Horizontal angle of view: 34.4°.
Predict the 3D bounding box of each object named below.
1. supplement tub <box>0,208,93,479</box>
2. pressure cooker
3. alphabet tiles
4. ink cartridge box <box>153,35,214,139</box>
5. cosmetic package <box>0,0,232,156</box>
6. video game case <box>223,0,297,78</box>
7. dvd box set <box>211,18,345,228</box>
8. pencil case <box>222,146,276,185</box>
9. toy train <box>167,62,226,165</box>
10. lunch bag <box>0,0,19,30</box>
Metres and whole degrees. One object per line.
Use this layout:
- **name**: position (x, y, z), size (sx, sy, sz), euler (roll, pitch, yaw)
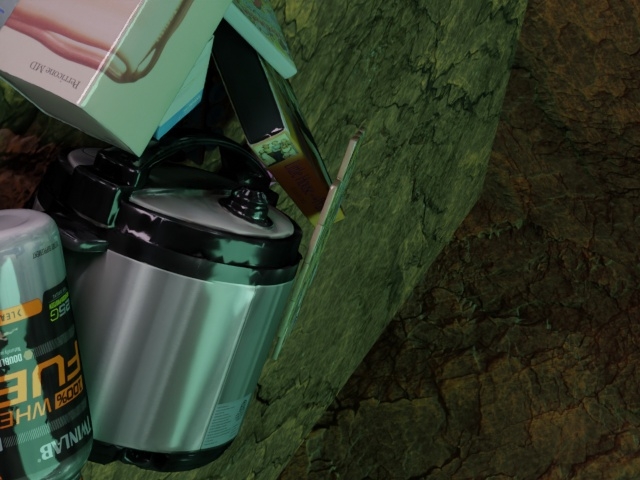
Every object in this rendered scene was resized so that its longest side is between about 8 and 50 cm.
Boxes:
- **supplement tub**: position (-0.366, 0.147, 1.132), size (0.207, 0.207, 0.338), euler (-30, 117, -59)
- **pressure cooker**: position (-0.219, 0.050, 1.394), size (0.370, 0.376, 0.420), euler (-120, -131, -70)
- **alphabet tiles**: position (0.000, 0.000, 1.535), size (0.285, 0.011, 0.342), euler (-56, 167, -76)
- **ink cartridge box**: position (-0.193, -0.211, 1.230), size (0.090, 0.092, 0.143), euler (-47, 171, -33)
- **cosmetic package**: position (-0.195, -0.259, 1.075), size (0.296, 0.153, 0.129), euler (-62, 154, -9)
- **video game case**: position (-0.116, -0.349, 1.395), size (0.026, 0.206, 0.227), euler (-27, 155, 14)
- **dvd box set**: position (-0.078, -0.212, 1.604), size (0.062, 0.307, 0.420), euler (-24, 160, 5)
- **pencil case**: position (-0.144, -0.089, 1.891), size (0.209, 0.095, 0.098), euler (-50, 123, -28)
- **toy train**: position (-0.204, -0.194, 1.603), size (0.105, 0.080, 0.184), euler (-36, 152, -36)
- **lunch bag**: position (-0.269, -0.321, 1.184), size (0.279, 0.108, 0.224), euler (-48, 157, -38)
